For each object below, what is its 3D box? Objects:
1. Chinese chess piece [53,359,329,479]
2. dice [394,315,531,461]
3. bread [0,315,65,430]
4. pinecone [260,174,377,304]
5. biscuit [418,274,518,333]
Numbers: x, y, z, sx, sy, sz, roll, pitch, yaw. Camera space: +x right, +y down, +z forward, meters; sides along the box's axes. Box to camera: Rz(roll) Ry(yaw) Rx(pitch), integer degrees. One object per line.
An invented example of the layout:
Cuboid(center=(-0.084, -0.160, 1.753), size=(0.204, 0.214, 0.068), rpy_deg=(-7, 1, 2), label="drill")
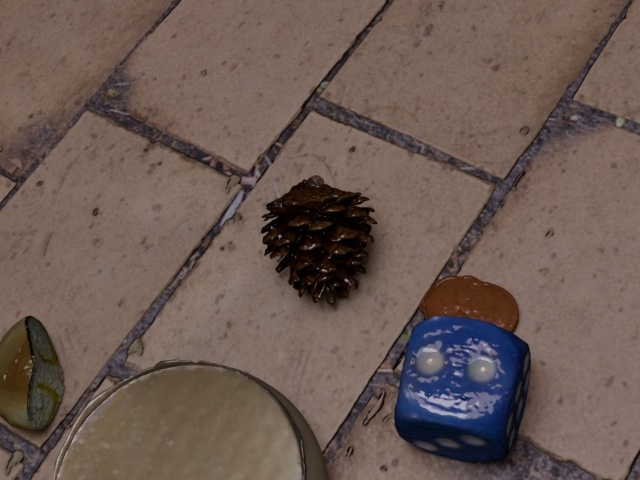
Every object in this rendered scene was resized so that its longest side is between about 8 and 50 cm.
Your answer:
Cuboid(center=(-0.157, 0.310, 1.373), size=(0.338, 0.140, 0.338), rpy_deg=(-5, 60, 8), label="Chinese chess piece")
Cuboid(center=(0.170, 0.178, 1.376), size=(0.146, 0.146, 0.143), rpy_deg=(10, 64, 17), label="dice")
Cuboid(center=(-0.401, 0.189, 1.531), size=(0.094, 0.083, 0.157), rpy_deg=(-26, 59, 2), label="bread")
Cuboid(center=(0.000, 0.000, 1.523), size=(0.173, 0.173, 0.174), rpy_deg=(-6, 58, 9), label="pinecone")
Cuboid(center=(0.194, 0.093, 1.497), size=(0.130, 0.019, 0.102), rpy_deg=(13, 62, 20), label="biscuit")
